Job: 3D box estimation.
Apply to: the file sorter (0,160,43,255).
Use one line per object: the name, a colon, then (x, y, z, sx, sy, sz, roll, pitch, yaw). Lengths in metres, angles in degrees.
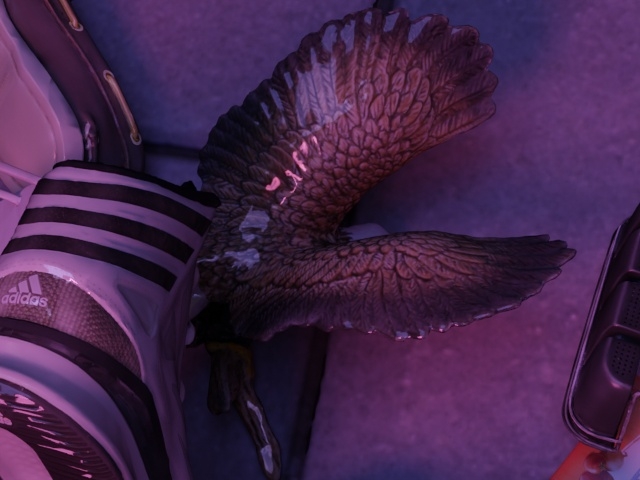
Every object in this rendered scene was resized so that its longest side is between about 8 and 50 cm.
file sorter: (-0.318, 0.039, 1.400, 0.173, 0.278, 0.192, 22, 72, -21)

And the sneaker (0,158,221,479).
sneaker: (-0.112, 0.112, 1.295, 0.169, 0.447, 0.257, 12, 58, 14)

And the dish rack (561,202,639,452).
dish rack: (0.321, 0.079, 1.360, 0.272, 0.074, 0.208, 18, 53, 5)

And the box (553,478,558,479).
box: (0.176, 0.314, 1.268, 0.103, 0.184, 0.261, -28, 65, -29)

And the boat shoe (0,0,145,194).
boat shoe: (-0.243, -0.166, 1.581, 0.116, 0.097, 0.324, -51, 58, 35)

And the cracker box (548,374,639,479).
cracker box: (0.262, 0.223, 1.355, 0.232, 0.067, 0.155, 36, 79, 20)

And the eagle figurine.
eagle figurine: (0.006, -0.004, 1.409, 0.226, 0.298, 0.225, 44, 39, -10)
